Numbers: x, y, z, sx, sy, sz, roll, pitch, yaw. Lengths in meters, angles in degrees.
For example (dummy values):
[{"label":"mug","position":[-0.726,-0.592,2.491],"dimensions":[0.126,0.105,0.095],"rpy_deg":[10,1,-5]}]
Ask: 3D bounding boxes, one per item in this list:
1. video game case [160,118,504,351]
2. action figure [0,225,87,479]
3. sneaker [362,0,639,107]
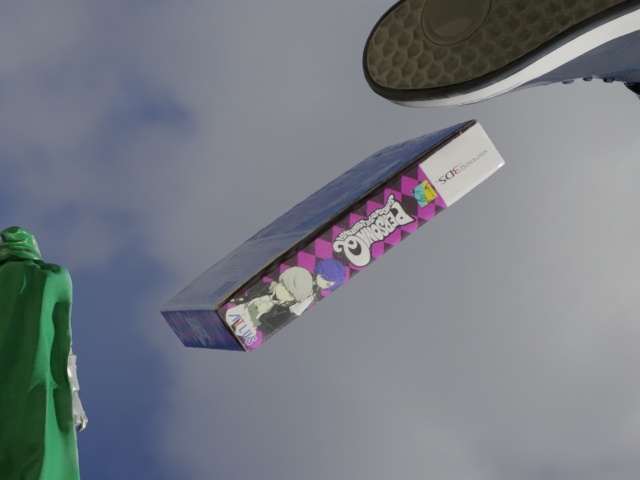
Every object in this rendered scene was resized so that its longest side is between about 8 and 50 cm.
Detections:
[{"label":"video game case","position":[0.000,0.000,1.334],"dimensions":[0.210,0.042,0.232],"rpy_deg":[-36,-174,-13]},{"label":"action figure","position":[-0.187,0.093,1.161],"dimensions":[0.137,0.063,0.232],"rpy_deg":[-6,-121,13]},{"label":"sneaker","position":[0.152,-0.100,1.103],"dimensions":[0.226,0.163,0.086],"rpy_deg":[-16,-119,24]}]
